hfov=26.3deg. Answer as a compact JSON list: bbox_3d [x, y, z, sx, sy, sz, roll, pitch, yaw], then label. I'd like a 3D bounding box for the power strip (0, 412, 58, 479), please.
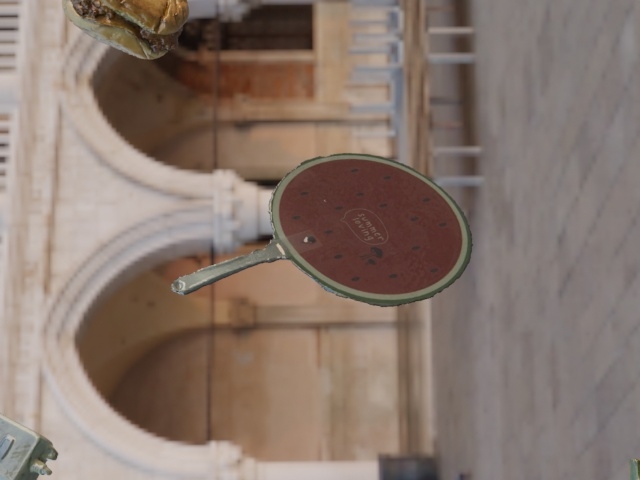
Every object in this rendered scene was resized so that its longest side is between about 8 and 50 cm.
[{"bbox_3d":[-0.151,0.086,0.609,0.027,0.083,0.017,-63,-28,-13],"label":"power strip"}]

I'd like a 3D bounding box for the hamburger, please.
[{"bbox_3d":[-0.130,-0.156,0.920,0.044,0.083,0.076,-53,17,29],"label":"hamburger"}]

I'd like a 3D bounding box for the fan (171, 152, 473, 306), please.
[{"bbox_3d":[0.000,0.000,0.543,0.085,0.133,0.005,53,145,32],"label":"fan"}]

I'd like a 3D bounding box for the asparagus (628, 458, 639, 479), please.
[{"bbox_3d":[0.250,0.228,1.070,0.014,0.015,0.114,158,113,-66],"label":"asparagus"}]
